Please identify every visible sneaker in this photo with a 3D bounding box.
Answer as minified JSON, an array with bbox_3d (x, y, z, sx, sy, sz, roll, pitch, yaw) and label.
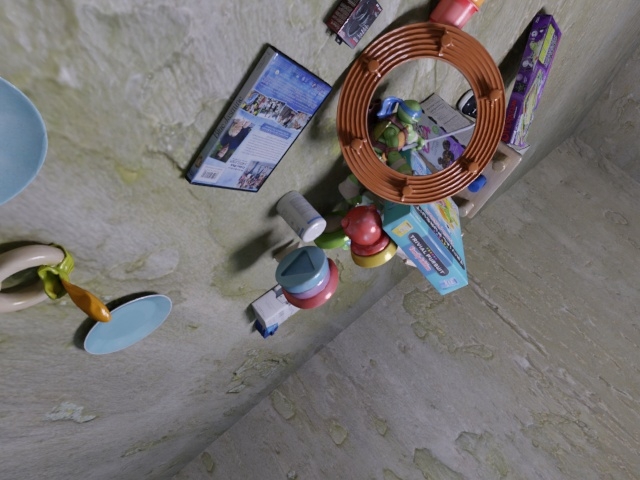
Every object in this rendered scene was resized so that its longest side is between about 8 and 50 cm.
[{"bbox_3d":[0.508,-0.392,1.267,0.217,0.121,0.079,-15,146,-51],"label":"sneaker"}]

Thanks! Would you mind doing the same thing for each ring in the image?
[{"bbox_3d":[0.197,-0.230,0.794,0.336,0.336,0.032,-45,-164,8],"label":"ring"}]

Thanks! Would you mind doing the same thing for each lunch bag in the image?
[{"bbox_3d":[-0.192,0.312,1.507,0.067,0.065,0.098,-32,157,-25],"label":"lunch bag"}]

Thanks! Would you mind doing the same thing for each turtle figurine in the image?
[{"bbox_3d":[0.186,-0.175,0.965,0.274,0.198,0.266,16,145,-27],"label":"turtle figurine"}]

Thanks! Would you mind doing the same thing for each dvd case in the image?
[{"bbox_3d":[-0.100,-0.188,0.716,0.253,0.022,0.180,-50,159,20],"label":"dvd case"}]

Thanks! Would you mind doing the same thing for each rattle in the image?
[{"bbox_3d":[-0.419,0.095,0.555,0.130,0.143,0.199,-33,174,34],"label":"rattle"}]

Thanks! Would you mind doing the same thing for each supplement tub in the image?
[{"bbox_3d":[-0.045,-0.055,0.964,0.071,0.107,0.071,-35,159,-16],"label":"supplement tub"}]

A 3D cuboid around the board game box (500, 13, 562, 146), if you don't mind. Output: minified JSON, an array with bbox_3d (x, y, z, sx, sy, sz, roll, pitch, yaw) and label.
[{"bbox_3d":[0.627,-0.460,1.250,0.208,0.056,0.347,-9,117,-49],"label":"board game box"}]

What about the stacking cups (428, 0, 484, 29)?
[{"bbox_3d":[0.321,-0.510,0.730,0.096,0.096,0.316,-14,147,-52],"label":"stacking cups"}]

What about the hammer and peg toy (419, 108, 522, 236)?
[{"bbox_3d":[0.414,-0.190,1.299,0.127,0.266,0.361,-38,162,-43],"label":"hammer and peg toy"}]

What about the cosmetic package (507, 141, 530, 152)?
[{"bbox_3d":[0.691,-0.311,1.726,0.129,0.153,0.296,-25,153,-40],"label":"cosmetic package"}]

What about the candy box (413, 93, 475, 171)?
[{"bbox_3d":[0.334,-0.261,1.105,0.070,0.196,0.165,-37,159,-10],"label":"candy box"}]

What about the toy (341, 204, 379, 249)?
[{"bbox_3d":[0.142,-0.059,1.373,0.137,0.056,0.237,-13,146,-55],"label":"toy"}]

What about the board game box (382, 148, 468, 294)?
[{"bbox_3d":[0.277,-0.065,1.097,0.079,0.254,0.336,-30,-153,31],"label":"board game box"}]

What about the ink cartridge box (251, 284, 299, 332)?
[{"bbox_3d":[-0.124,0.207,1.392,0.190,0.082,0.140,-36,160,-19],"label":"ink cartridge box"}]

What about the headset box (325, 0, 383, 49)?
[{"bbox_3d":[0.050,-0.347,0.651,0.083,0.032,0.062,-50,159,18],"label":"headset box"}]

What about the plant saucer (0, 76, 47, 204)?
[{"bbox_3d":[-0.371,-0.094,0.390,0.195,0.037,0.195,-35,158,-16],"label":"plant saucer"}]

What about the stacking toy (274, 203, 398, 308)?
[{"bbox_3d":[0.000,0.000,1.049,0.309,0.279,0.130,-35,126,-7],"label":"stacking toy"}]

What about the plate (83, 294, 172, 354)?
[{"bbox_3d":[-0.409,0.173,0.887,0.188,0.024,0.188,-36,159,-17],"label":"plate"}]

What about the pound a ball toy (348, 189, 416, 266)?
[{"bbox_3d":[0.264,-0.019,1.279,0.319,0.208,0.136,29,104,-39],"label":"pound a ball toy"}]
